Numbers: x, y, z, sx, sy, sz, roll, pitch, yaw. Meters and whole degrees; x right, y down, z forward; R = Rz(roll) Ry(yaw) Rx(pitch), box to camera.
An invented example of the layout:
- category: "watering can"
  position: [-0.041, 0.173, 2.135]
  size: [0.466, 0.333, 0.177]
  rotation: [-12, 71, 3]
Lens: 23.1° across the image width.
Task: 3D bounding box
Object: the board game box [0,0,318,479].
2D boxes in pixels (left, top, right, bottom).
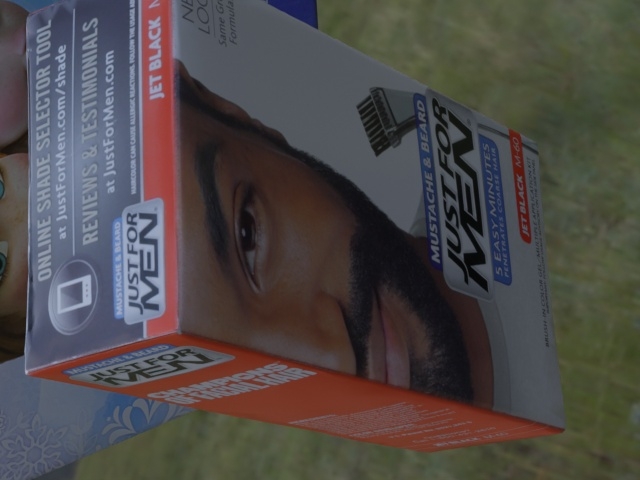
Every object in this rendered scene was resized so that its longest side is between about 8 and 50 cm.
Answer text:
- category: "board game box"
  position: [-0.137, -0.052, 0.678]
  size: [0.066, 0.318, 0.318]
  rotation: [20, 122, 47]

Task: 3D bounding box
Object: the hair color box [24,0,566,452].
- category: "hair color box"
  position: [0.000, 0.000, 0.417]
  size: [0.053, 0.167, 0.093]
  rotation: [-16, 68, 36]
